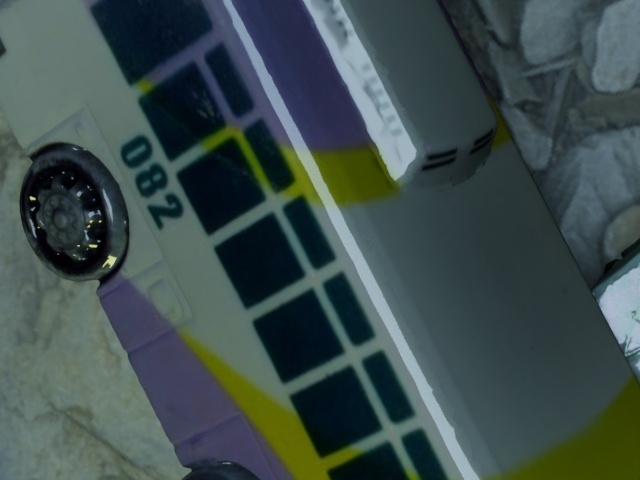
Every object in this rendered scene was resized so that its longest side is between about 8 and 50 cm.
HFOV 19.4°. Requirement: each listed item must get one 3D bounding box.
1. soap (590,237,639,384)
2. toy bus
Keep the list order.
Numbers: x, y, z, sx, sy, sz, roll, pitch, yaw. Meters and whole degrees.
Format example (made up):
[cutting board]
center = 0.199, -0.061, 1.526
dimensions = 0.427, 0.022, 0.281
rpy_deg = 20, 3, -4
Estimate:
[soap]
center = 0.286, 0.096, 1.152
dimensions = 0.150, 0.094, 0.261
rpy_deg = -39, 85, 11
[toy bus]
center = 0.000, 0.000, 1.100
dimensions = 0.249, 0.209, 0.440
rpy_deg = -29, 86, 39
